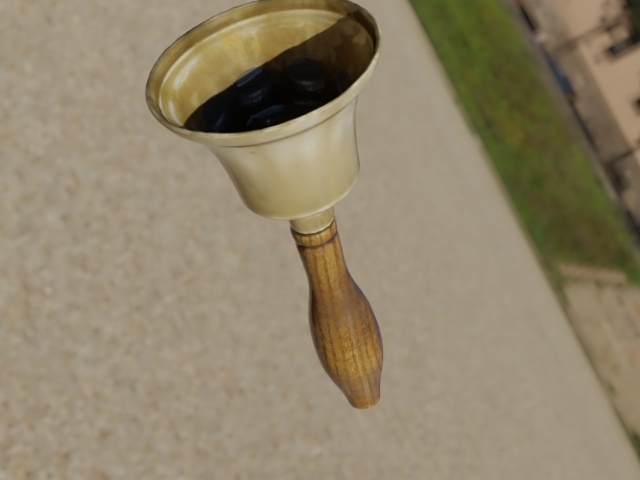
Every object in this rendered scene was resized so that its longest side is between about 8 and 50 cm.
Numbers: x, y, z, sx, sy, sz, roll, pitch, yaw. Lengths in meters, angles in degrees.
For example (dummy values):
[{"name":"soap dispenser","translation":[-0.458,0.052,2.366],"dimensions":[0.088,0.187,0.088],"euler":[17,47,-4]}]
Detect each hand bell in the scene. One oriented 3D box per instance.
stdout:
[{"name":"hand bell","translation":[0.000,0.000,1.051],"dimensions":[0.126,0.126,0.242],"euler":[-107,179,-54]}]
